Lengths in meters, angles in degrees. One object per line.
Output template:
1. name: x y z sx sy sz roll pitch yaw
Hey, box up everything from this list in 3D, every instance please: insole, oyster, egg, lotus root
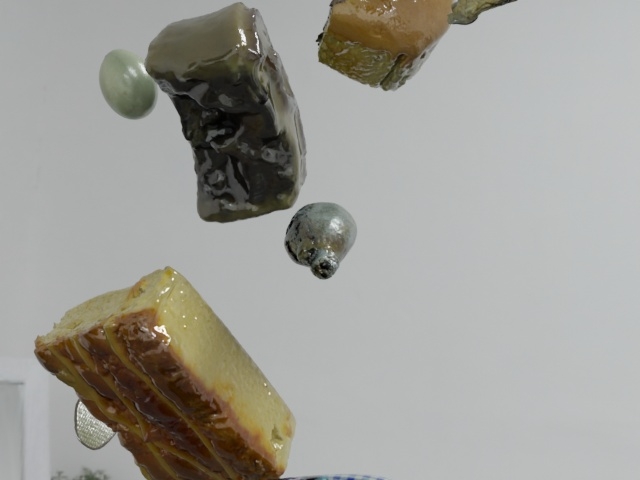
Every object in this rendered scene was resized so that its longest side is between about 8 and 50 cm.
1. insole: -0.368 0.258 1.200 0.086 0.253 0.005 36 -58 -18
2. oyster: 0.193 -0.276 0.732 0.045 0.122 0.146 33 8 -21
3. egg: -0.399 -0.324 1.410 0.114 0.152 0.114 -26 -2 -1
4. lotus root: -0.001 -0.003 0.816 0.088 0.088 0.165 1 16 5

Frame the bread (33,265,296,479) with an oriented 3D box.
1. bread: -0.173 0.178 0.793 0.184 0.275 0.114 -20 27 24

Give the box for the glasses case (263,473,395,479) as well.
1. glasses case: -0.068 0.291 0.693 0.327 0.076 0.125 -6 -31 -4

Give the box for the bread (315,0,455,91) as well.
1. bread: 0.131 -0.372 1.205 0.261 0.163 0.204 -22 -9 -12

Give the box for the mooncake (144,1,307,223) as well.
1. mooncake: -0.171 -0.245 1.324 0.246 0.394 0.394 -10 -6 7
